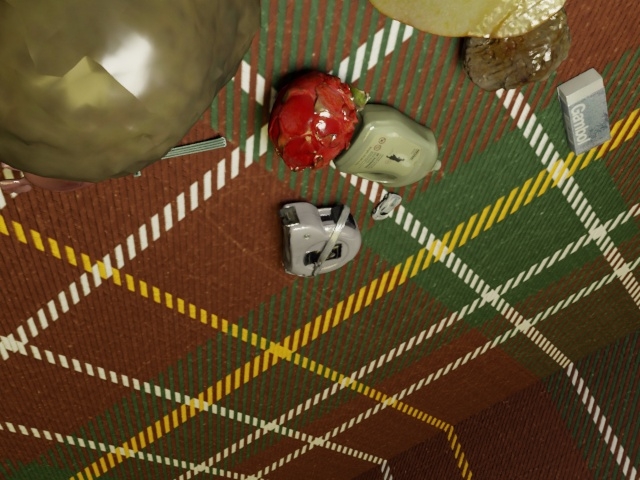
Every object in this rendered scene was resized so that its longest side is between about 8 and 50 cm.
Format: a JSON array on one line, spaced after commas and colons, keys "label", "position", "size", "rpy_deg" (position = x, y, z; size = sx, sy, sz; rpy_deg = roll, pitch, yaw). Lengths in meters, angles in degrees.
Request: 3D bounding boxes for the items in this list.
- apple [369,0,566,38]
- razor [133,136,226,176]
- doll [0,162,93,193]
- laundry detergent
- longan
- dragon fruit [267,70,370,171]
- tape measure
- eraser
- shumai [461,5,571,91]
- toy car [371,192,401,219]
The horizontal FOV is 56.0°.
[{"label": "apple", "position": [0.226, -0.473, 0.872], "size": [0.364, 0.295, 0.329], "rpy_deg": [-5, 100, -4]}, {"label": "razor", "position": [-0.284, -0.179, 1.206], "size": [0.191, 0.037, 0.068], "rpy_deg": [-14, 98, -11]}, {"label": "doll", "position": [-0.464, -0.146, 1.102], "size": [0.262, 0.093, 0.211], "rpy_deg": [-23, 165, 14]}, {"label": "laundry detergent", "position": [0.160, -0.192, 1.309], "size": [0.253, 0.091, 0.181], "rpy_deg": [13, 133, -32]}, {"label": "longan", "position": [-0.303, -0.294, 0.789], "size": [0.403, 0.436, 0.404], "rpy_deg": [17, 152, 9]}, {"label": "dragon fruit", "position": [-0.013, -0.227, 1.146], "size": [0.172, 0.172, 0.209], "rpy_deg": [29, 107, -41]}, {"label": "tape measure", "position": [0.000, 0.000, 1.451], "size": [0.197, 0.120, 0.236], "rpy_deg": [-11, 144, -11]}, {"label": "eraser", "position": [0.613, -0.292, 1.396], "size": [0.091, 0.046, 0.212], "rpy_deg": [-28, 139, 12]}, {"label": "shumai", "position": [0.383, -0.396, 1.129], "size": [0.185, 0.184, 0.218], "rpy_deg": [-40, 156, -31]}, {"label": "toy car", "position": [0.162, -0.081, 1.487], "size": [0.041, 0.025, 0.093], "rpy_deg": [13, 131, -30]}]
